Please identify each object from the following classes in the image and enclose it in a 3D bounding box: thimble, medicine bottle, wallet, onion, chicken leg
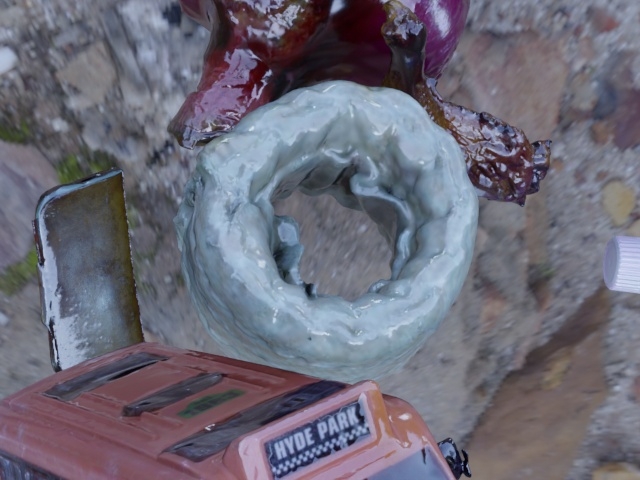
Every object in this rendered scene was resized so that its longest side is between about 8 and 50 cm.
[{"bbox_3d":[0.000,0.000,1.469,0.291,0.195,0.291,5,66,-11],"label":"thimble"},{"bbox_3d":[0.445,0.035,1.805,0.203,0.083,0.083,6,81,-8],"label":"medicine bottle"},{"bbox_3d":[-0.286,0.045,1.847,0.137,0.031,0.255,-20,117,-34],"label":"wallet"},{"bbox_3d":[-0.034,-0.269,1.787,0.398,0.398,0.420,28,60,0],"label":"onion"},{"bbox_3d":[0.134,-0.135,1.688,0.158,0.407,0.096,-6,62,27],"label":"chicken leg"}]

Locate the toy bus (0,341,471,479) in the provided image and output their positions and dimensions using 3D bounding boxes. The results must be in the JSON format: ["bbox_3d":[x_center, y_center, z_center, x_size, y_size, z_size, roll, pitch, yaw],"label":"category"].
[{"bbox_3d":[-0.070,0.201,1.058,0.203,0.427,0.233,-22,103,-29],"label":"toy bus"}]
